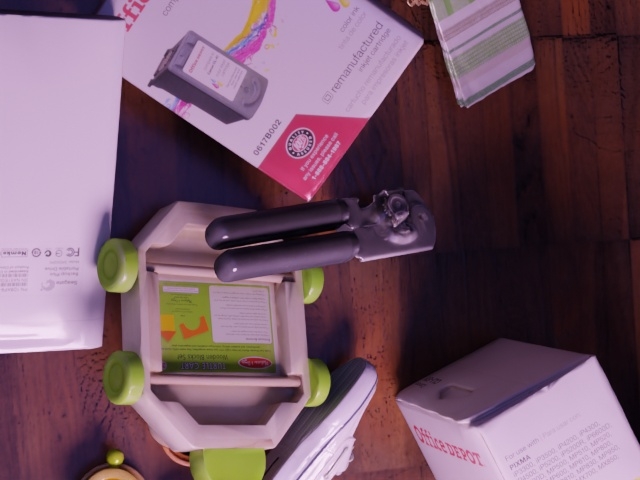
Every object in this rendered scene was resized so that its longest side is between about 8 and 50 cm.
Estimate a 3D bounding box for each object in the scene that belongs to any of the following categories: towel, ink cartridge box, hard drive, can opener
[{"bbox_3d":[0.188,-0.244,1.678,0.113,0.023,0.152,-31,123,-15],"label":"towel"},{"bbox_3d":[0.268,0.314,1.597,0.160,0.279,0.384,-29,97,-13],"label":"ink cartridge box"},{"bbox_3d":[-0.076,-0.222,1.562,0.306,0.131,0.226,33,102,-13],"label":"ink cartridge box"},{"bbox_3d":[-0.326,-0.057,1.465,0.233,0.047,0.353,-1,107,-26],"label":"hard drive"},{"bbox_3d":[0.000,0.000,1.597,0.283,0.095,0.076,-9,74,-28],"label":"can opener"}]

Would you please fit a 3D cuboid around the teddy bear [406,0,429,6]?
[{"bbox_3d":[0.091,-0.387,1.614,0.338,0.113,0.245,10,109,-14],"label":"teddy bear"}]

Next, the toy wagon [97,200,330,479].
[{"bbox_3d":[-0.112,0.132,1.547,0.267,0.068,0.344,6,74,-38],"label":"toy wagon"}]

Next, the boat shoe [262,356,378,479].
[{"bbox_3d":[-0.002,0.237,1.643,0.076,0.083,0.226,40,93,-23],"label":"boat shoe"}]

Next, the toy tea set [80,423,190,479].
[{"bbox_3d":[-0.174,0.331,1.548,0.200,0.124,0.336,-4,81,-6],"label":"toy tea set"}]
